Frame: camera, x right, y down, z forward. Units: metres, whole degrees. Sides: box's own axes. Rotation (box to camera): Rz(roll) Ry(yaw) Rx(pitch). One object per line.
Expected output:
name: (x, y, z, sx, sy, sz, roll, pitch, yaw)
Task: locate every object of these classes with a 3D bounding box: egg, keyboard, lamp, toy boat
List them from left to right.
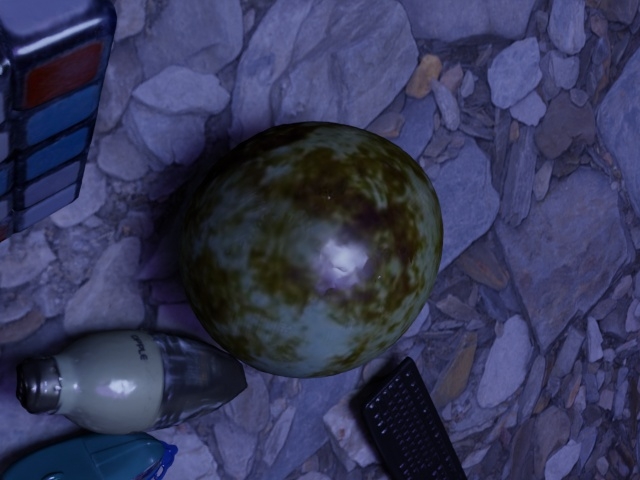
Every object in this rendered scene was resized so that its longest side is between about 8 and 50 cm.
toy boat: (-0.217, 0.235, 0.793, 0.175, 0.091, 0.110, -16, 143, -35)
lamp: (-0.168, 0.133, 0.787, 0.250, 0.101, 0.101, 5, 97, -44)
egg: (0.000, 0.000, 0.798, 0.289, 0.238, 0.238, -39, 122, -46)
keyboard: (0.105, 0.228, 1.038, 0.103, 0.041, 0.381, -43, 121, -22)

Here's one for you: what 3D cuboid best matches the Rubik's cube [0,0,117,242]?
Rubik's cube: (-0.318, -0.113, 0.452, 0.293, 0.287, 0.292, -32, 86, -26)
